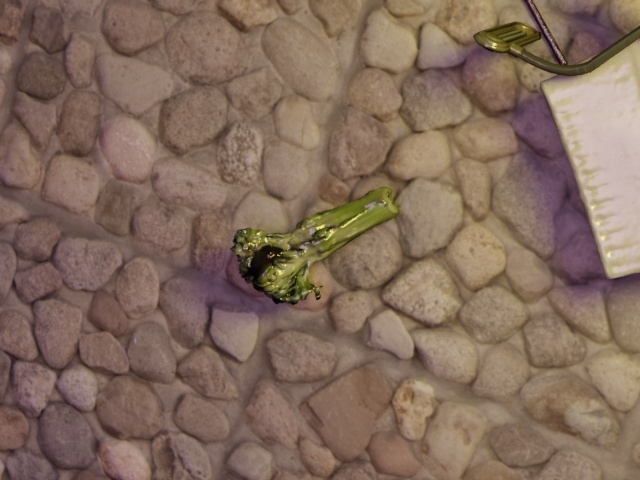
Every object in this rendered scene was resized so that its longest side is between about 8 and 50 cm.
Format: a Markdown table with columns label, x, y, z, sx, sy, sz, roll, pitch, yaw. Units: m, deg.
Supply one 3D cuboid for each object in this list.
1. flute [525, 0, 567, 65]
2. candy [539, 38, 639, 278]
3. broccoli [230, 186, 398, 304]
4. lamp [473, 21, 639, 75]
| label | x | y | z | sx | sy | sz | roll | pitch | yaw |
| --- | --- | --- | --- | --- | --- | --- | --- | --- | --- |
| flute | 0.342 | -0.406 | 1.702 | 0.014 | 0.014 | 0.270 | -29 | 86 | 19 |
| candy | 0.500 | -0.131 | 1.611 | 0.208 | 0.145 | 0.359 | -20 | 89 | 21 |
| broccoli | -0.003 | -0.007 | 1.810 | 0.304 | 0.165 | 0.146 | -26 | 55 | 6 |
| lamp | 0.403 | -0.332 | 1.570 | 0.283 | 0.203 | 0.125 | -20 | 105 | 30 |
